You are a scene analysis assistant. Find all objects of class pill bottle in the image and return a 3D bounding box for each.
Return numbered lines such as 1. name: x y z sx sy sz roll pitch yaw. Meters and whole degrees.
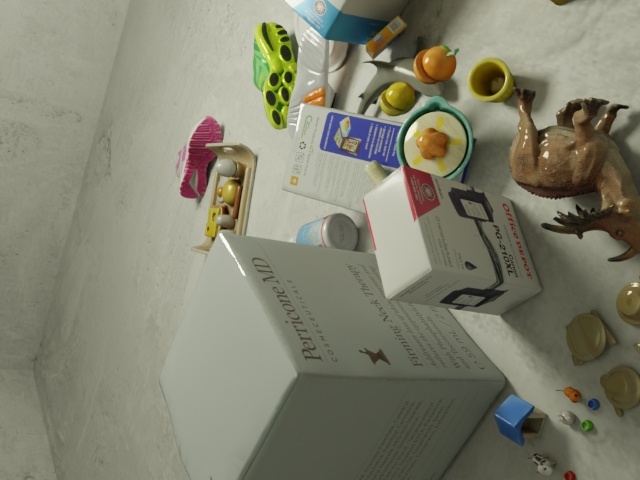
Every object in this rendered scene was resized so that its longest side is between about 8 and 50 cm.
1. pill bottle: 0.000 0.000 1.474 0.160 0.087 0.087 -17 68 53

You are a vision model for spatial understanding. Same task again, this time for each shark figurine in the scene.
1. shark figurine: 0.111 -0.302 1.361 0.278 0.116 0.166 -25 61 50

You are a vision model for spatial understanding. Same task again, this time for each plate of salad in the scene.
1. plate of salad: 0.006 -0.479 1.590 0.199 0.048 0.200 36 137 41

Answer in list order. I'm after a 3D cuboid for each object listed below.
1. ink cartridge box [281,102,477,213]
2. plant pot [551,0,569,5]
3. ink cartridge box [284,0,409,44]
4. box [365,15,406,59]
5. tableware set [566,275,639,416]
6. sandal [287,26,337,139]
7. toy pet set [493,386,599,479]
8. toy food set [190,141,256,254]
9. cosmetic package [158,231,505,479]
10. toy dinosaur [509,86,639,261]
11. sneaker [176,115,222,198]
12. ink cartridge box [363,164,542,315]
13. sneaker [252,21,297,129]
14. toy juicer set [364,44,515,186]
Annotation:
1. ink cartridge box: 0.103 -0.135 1.304 0.370 0.069 0.176 18 98 33
2. plant pot: 0.350 -0.489 0.977 0.212 0.187 0.212 -12 72 55
3. ink cartridge box: 0.072 -0.544 1.343 0.198 0.197 0.270 48 123 21
4. box: 0.124 -0.388 1.360 0.081 0.028 0.136 -41 7 9
5. tableware set: 0.395 0.133 0.911 0.169 0.020 0.141 -52 41 38
6. sandal: -0.004 -0.340 1.571 0.101 0.076 0.266 24 116 32
7. toy pet set: 0.303 0.255 0.977 0.114 0.065 0.122 24 102 56
8. toy food set: -0.280 -0.111 1.916 0.219 0.092 0.306 9 89 56
9. cosmetic package: 0.002 0.228 1.139 0.328 0.393 0.329 -63 38 25
10. toy dinosaur: 0.333 -0.098 0.976 0.295 0.127 0.201 34 118 60
11. sneaker: -0.372 -0.256 2.081 0.111 0.102 0.252 50 122 47
12. ink cartridge box: 0.196 0.006 1.045 0.100 0.237 0.172 -39 51 42
13. sneaker: -0.104 -0.394 1.736 0.123 0.109 0.296 114 149 -63
14. toy juicer set: 0.163 -0.175 1.183 0.209 0.089 0.329 35 107 28
